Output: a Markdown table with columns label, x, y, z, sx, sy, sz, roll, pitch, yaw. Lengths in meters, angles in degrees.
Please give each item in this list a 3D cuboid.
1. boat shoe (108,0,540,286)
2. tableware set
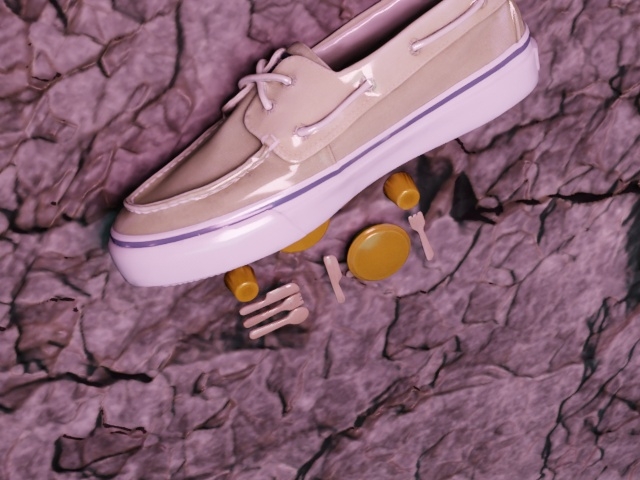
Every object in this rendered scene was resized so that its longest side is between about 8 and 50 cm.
| label | x | y | z | sx | sy | sz | roll | pitch | yaw |
| --- | --- | --- | --- | --- | --- | --- | --- | --- | --- |
| boat shoe | -0.005 | -0.078 | 0.861 | 0.302 | 0.109 | 0.094 | -31 | 118 | -13 |
| tableware set | 0.000 | 0.000 | 0.965 | 0.154 | 0.024 | 0.104 | -24 | 129 | -6 |
